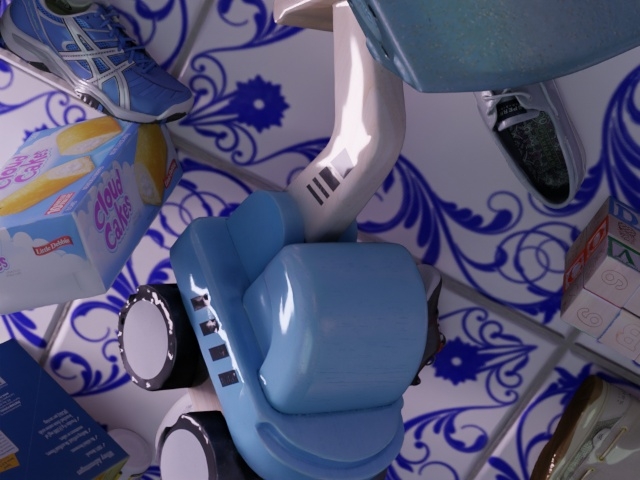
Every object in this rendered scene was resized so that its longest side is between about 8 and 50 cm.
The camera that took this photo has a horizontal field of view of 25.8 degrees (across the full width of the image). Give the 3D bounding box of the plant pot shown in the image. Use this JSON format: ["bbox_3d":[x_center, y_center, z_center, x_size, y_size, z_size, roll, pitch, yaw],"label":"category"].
[{"bbox_3d":[0.137,-0.251,1.138,0.252,0.247,0.248,-31,110,-2],"label":"plant pot"}]

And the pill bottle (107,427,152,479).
[{"bbox_3d":[-0.253,0.283,1.659,0.065,0.065,0.116,33,119,-7],"label":"pill bottle"}]

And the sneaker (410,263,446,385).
[{"bbox_3d":[0.106,0.092,1.500,0.065,0.061,0.158,6,124,-23],"label":"sneaker"}]

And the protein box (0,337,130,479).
[{"bbox_3d":[-0.365,0.249,1.555,0.201,0.200,0.136,43,120,12],"label":"protein box"}]

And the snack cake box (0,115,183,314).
[{"bbox_3d":[-0.250,-0.033,1.372,0.152,0.264,0.089,-10,115,16],"label":"snack cake box"}]

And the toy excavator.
[{"bbox_3d":[0.000,0.000,1.330,0.222,0.433,0.445,2,146,-40],"label":"toy excavator"}]

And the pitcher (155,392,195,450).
[{"bbox_3d":[-0.101,0.269,1.600,0.207,0.125,0.178,40,134,-24],"label":"pitcher"}]

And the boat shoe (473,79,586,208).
[{"bbox_3d":[0.191,-0.131,1.335,0.079,0.081,0.227,-24,111,22],"label":"boat shoe"}]

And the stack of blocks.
[{"bbox_3d":[0.384,0.096,1.368,0.297,0.171,0.087,29,120,-5],"label":"stack of blocks"}]

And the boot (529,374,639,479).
[{"bbox_3d":[0.323,0.262,1.526,0.165,0.077,0.213,22,117,-3],"label":"boot"}]

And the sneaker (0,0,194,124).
[{"bbox_3d":[-0.218,-0.188,1.388,0.211,0.080,0.081,28,123,-6],"label":"sneaker"}]
